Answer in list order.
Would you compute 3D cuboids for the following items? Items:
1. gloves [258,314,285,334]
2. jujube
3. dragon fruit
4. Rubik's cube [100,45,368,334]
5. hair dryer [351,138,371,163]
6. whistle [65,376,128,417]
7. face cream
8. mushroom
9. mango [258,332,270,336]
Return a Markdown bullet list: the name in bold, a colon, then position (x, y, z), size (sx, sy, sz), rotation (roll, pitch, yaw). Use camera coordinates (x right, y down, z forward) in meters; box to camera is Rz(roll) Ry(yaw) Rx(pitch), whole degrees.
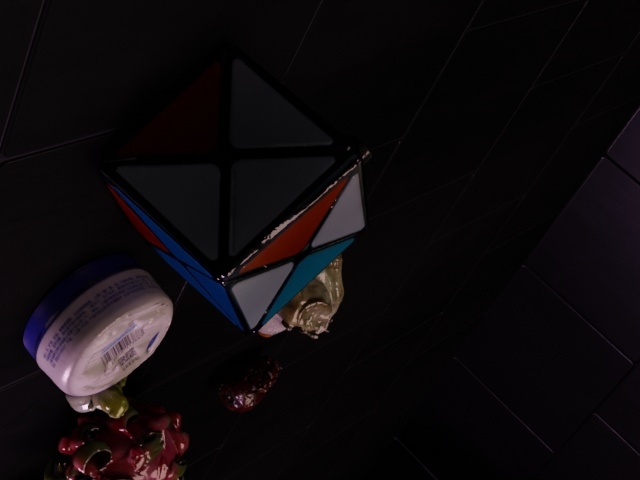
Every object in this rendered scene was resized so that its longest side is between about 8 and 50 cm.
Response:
- **gloves**: position (-0.068, 0.113, 2.149), size (0.229, 0.119, 0.097), rotation (142, -34, -62)
- **jujube**: position (-0.153, 0.298, 2.379), size (0.104, 0.104, 0.166), rotation (-56, 169, 27)
- **dragon fruit**: position (-0.352, 0.363, 1.973), size (0.218, 0.198, 0.273), rotation (-22, 146, 23)
- **Rubik's cube**: position (-0.105, -0.062, 1.490), size (0.250, 0.248, 0.246), rotation (-43, 162, -11)
- **hair dryer**: position (0.005, -0.135, 1.896), size (0.173, 0.050, 0.195), rotation (-44, 158, -13)
- **whistle**: position (-0.341, 0.230, 1.759), size (0.104, 0.057, 0.198), rotation (-38, -163, -13)
- **face cream**: position (-0.317, 0.127, 1.647), size (0.206, 0.111, 0.206), rotation (-41, 162, -16)
- **mushroom**: position (-0.061, 0.046, 1.920), size (0.267, 0.189, 0.164), rotation (22, 101, -45)
- **mango**: position (-0.099, 0.168, 2.292), size (0.060, 0.046, 0.089), rotation (-51, 165, 14)
